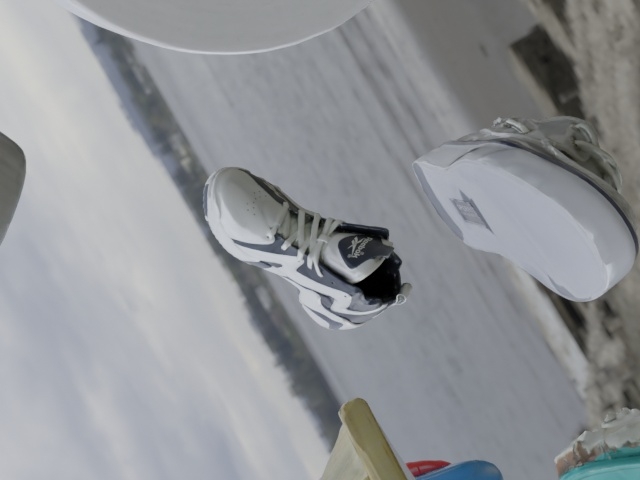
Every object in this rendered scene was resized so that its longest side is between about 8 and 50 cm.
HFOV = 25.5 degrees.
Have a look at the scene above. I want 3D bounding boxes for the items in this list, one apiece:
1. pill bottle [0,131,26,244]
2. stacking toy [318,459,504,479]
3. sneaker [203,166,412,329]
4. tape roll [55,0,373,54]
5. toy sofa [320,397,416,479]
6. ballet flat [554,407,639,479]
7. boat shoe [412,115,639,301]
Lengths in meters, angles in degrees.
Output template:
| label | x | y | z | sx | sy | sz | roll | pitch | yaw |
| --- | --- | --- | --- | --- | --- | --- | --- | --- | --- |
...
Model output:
| label | x | y | z | sx | sy | sz | roll | pitch | yaw |
| --- | --- | --- | --- | --- | --- | --- | --- | --- | --- |
| pill bottle | -0.190 | -0.040 | 0.331 | 0.221 | 0.121 | 0.121 | 35 | -171 | -24 |
| stacking toy | 0.049 | 0.285 | 1.420 | 0.302 | 0.175 | 0.165 | 4 | 106 | 63 |
| sneaker | 0.000 | 0.000 | 1.443 | 0.153 | 0.094 | 0.235 | -15 | 123 | 50 |
| tape roll | -0.063 | -0.248 | 0.803 | 0.286 | 0.286 | 0.100 | 61 | 170 | -18 |
| toy sofa | -0.068 | 0.262 | 0.732 | 0.177 | 0.363 | 0.150 | 59 | -179 | -37 |
| ballet flat | 0.360 | 0.154 | 0.911 | 0.147 | 0.409 | 0.146 | 5 | -90 | -76 |
| boat shoe | 0.136 | -0.032 | 0.854 | 0.096 | 0.088 | 0.267 | 56 | 174 | -9 |
